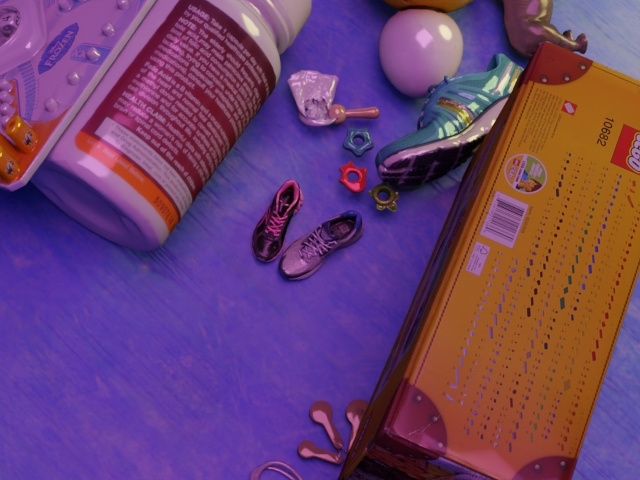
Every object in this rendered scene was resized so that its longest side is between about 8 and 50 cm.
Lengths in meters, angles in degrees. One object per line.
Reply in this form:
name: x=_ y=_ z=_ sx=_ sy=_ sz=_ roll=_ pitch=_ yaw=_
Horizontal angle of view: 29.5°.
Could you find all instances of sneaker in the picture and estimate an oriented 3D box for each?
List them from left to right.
sneaker: x=-0.057 y=-0.030 z=1.606 sx=0.047 sy=0.057 sz=0.119 roll=22 pitch=72 yaw=-1
sneaker: x=0.000 y=0.000 z=1.602 sx=0.135 sy=0.058 sz=0.052 roll=-37 pitch=79 yaw=-16
sneaker: x=0.174 y=-0.160 z=1.621 sx=0.275 sy=0.107 sz=0.110 roll=-31 pitch=78 yaw=-26

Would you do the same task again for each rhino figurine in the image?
rhino figurine: x=0.300 y=-0.366 z=1.751 sx=0.106 sy=0.073 sz=0.243 roll=-8 pitch=71 yaw=-12

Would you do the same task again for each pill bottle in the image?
pill bottle: x=-0.191 y=-0.200 z=1.558 sx=0.224 sy=0.224 sz=0.392 roll=32 pitch=72 yaw=5

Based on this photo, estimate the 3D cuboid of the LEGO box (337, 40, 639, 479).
LEGO box: x=0.213 y=0.085 z=1.416 sx=0.193 sy=0.372 sz=0.500 roll=24 pitch=67 yaw=2

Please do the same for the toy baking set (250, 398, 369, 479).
toy baking set: x=0.025 y=0.313 z=1.519 sx=0.197 sy=0.030 sz=0.256 roll=39 pitch=68 yaw=12

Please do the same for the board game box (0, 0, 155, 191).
board game box: x=-0.411 y=-0.264 z=1.533 sx=0.390 sy=0.050 sz=0.390 roll=16 pitch=66 yaw=34

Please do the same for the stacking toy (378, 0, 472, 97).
stacking toy: x=0.145 y=-0.436 z=1.669 sx=0.351 sy=0.350 sz=0.479 roll=6 pitch=87 yaw=-5

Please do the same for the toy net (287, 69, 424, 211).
toy net: x=0.037 y=-0.137 z=1.661 sx=0.232 sy=0.045 sz=0.122 roll=39 pitch=74 yaw=8
